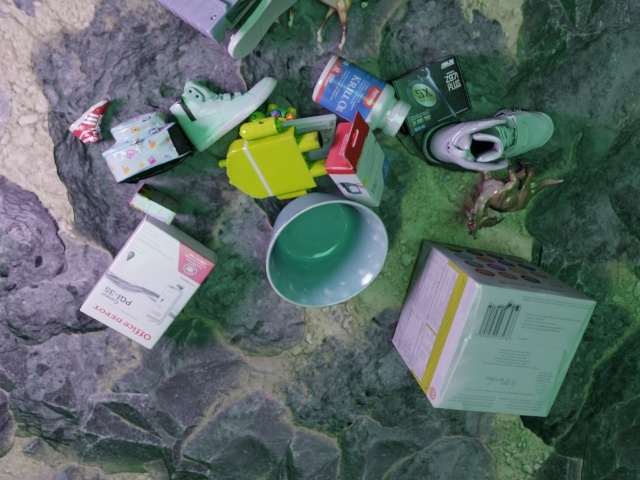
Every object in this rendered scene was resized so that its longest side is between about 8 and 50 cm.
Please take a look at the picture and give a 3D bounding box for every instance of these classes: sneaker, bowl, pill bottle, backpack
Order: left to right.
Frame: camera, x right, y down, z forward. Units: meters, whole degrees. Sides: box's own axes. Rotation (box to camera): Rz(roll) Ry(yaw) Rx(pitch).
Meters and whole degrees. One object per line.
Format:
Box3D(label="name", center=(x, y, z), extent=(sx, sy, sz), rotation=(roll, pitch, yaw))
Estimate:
Box3D(label="sneaker", center=(-0.527, -0.277, 1.232), extent=(0.118, 0.042, 0.067), rotation=(-38, 106, 10))
Box3D(label="backpack", center=(-0.407, -0.213, 1.209), extent=(0.188, 0.166, 0.144), rotation=(-32, 108, -4))
Box3D(label="sneaker", center=(-0.235, -0.345, 1.244), extent=(0.256, 0.094, 0.151), rotation=(-38, 106, 0))
Box3D(label="sneaker", center=(-0.140, -0.564, 1.158), extent=(0.296, 0.104, 0.147), rotation=(-43, 81, 16))
Box3D(label="bowl", center=(0.000, 0.000, 1.331), extent=(0.312, 0.163, 0.311), rotation=(-8, 124, -13))
Box3D(label="pill bottle", center=(0.103, -0.343, 1.268), extent=(0.222, 0.124, 0.124), rotation=(28, 99, -1))
Box3D(label="sneaker", center=(0.467, -0.256, 1.346), extent=(0.366, 0.210, 0.137), rotation=(-10, 108, -8))

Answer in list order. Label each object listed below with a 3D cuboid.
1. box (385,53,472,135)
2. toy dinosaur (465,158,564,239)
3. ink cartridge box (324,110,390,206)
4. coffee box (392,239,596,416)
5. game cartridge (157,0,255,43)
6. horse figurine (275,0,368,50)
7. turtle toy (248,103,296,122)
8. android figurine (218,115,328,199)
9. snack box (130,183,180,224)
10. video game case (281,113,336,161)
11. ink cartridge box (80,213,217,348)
Box3D(label="box", center=(0.277, -0.373, 1.345), extent=(0.180, 0.077, 0.147), rotation=(-24, 108, -4))
Box3D(label="toy dinosaur", center=(0.511, -0.116, 1.445), extent=(0.296, 0.127, 0.200), rotation=(-6, 107, -14))
Box3D(label="ink cartridge box", center=(0.086, -0.194, 1.273), extent=(0.231, 0.078, 0.134), rotation=(47, 54, -52))
Box3D(label="coffee box", center=(0.440, 0.226, 1.416), extent=(0.338, 0.334, 0.338), rotation=(10, 106, -15))
Box3D(label="game cartridge", center=(-0.183, -0.611, 1.114), extent=(0.230, 0.068, 0.355), rotation=(40, 90, 23))
Box3D(label="horse figurine", center=(-0.009, -0.573, 1.237), extent=(0.263, 0.066, 0.174), rotation=(16, 108, -18))
Box3D(label="turtle toy", center=(-0.114, -0.289, 1.297), extent=(0.130, 0.066, 0.095), rotation=(8, 104, -13))
Box3D(label="android figurine", center=(-0.114, -0.188, 1.277), extent=(0.273, 0.056, 0.248), rotation=(-10, 138, 18))
Box3D(label="snack box", center=(-0.395, -0.089, 1.260), extent=(0.100, 0.141, 0.037), rotation=(30, 98, -18))
Box3D(label="video game case", center=(-0.041, -0.244, 1.303), extent=(0.157, 0.019, 0.143), rotation=(-12, 143, -14))
Box3D(label="ink cartridge box", center=(-0.428, 0.102, 1.322), extent=(0.207, 0.117, 0.283), rotation=(35, 96, -18))
